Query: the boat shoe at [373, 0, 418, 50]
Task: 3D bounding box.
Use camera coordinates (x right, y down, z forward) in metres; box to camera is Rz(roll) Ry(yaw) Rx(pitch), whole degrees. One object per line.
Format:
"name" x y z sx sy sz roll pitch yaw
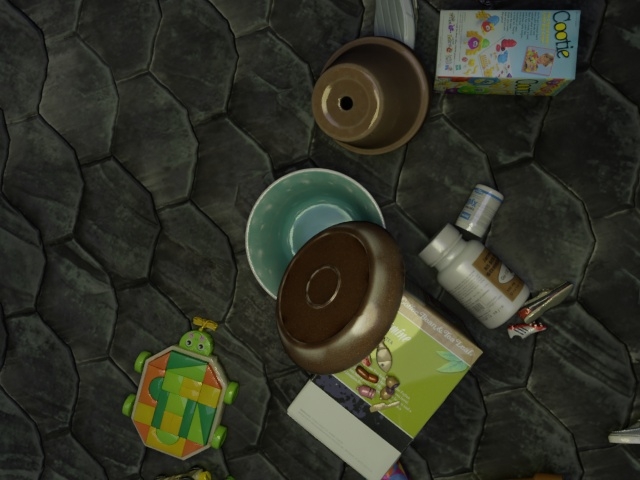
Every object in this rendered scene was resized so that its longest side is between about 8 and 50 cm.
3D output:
"boat shoe" 0.183 -0.540 1.174 0.094 0.109 0.302 -15 104 -34

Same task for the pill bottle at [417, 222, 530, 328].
"pill bottle" 0.334 0.073 1.149 0.229 0.131 0.131 43 97 6

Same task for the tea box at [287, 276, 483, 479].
"tea box" 0.136 0.253 1.085 0.220 0.329 0.323 38 96 7

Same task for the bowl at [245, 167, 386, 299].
"bowl" 0.000 0.000 1.184 0.311 0.163 0.311 0 91 9

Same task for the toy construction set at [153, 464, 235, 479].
"toy construction set" -0.331 0.685 1.272 0.328 0.151 0.215 -18 89 -2

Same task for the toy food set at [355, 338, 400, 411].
"toy food set" 0.096 0.241 0.914 0.078 0.019 0.122 -18 88 9

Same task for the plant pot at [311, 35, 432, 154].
"plant pot" 0.086 -0.299 1.095 0.263 0.229 0.263 7 110 21

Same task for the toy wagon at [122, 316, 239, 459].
"toy wagon" -0.342 0.362 1.296 0.267 0.068 0.344 16 94 8

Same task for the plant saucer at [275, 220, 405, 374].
"plant saucer" 0.017 0.093 0.978 0.310 0.050 0.310 -26 48 33

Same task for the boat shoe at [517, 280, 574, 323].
"boat shoe" 0.505 0.132 1.168 0.137 0.049 0.043 -39 46 9

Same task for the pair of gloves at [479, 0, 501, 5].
"pair of gloves" 0.380 -0.533 1.187 0.074 0.010 0.083 5 90 10

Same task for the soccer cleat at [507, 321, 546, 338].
"soccer cleat" 0.472 0.206 1.184 0.083 0.029 0.035 -5 99 12

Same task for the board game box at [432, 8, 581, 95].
"board game box" 0.390 -0.402 1.122 0.275 0.142 0.144 5 92 9

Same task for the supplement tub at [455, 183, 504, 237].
"supplement tub" 0.360 -0.067 1.172 0.071 0.071 0.107 28 95 7

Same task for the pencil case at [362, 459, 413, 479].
"pencil case" 0.187 0.605 1.205 0.104 0.104 0.236 -34 85 8

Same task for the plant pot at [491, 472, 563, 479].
"plant pot" 0.429 0.608 1.126 0.188 0.205 0.205 -3 91 24

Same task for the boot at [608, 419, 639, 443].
"boot" 0.728 0.399 1.137 0.190 0.069 0.086 -8 68 13
